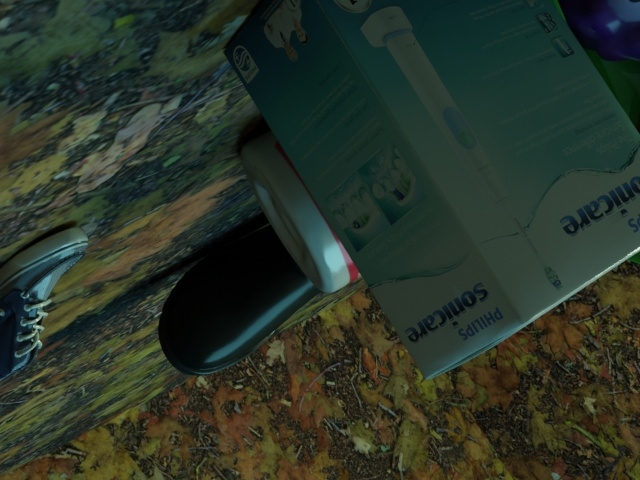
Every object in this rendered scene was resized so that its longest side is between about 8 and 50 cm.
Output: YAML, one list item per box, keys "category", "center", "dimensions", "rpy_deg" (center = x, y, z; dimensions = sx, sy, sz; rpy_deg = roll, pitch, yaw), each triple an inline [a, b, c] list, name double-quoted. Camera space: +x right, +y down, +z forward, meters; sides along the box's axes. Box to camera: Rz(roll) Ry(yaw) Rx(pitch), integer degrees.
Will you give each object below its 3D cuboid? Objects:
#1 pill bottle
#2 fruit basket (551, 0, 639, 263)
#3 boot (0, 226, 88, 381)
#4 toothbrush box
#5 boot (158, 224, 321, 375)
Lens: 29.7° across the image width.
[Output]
- category: "pill bottle"
  center: [0.094, -0.097, 1.226]
  dimensions: [0.318, 0.176, 0.176]
  rpy_deg: [-31, 173, -9]
- category: "fruit basket"
  center: [0.343, -0.174, 0.998]
  dimensions: [0.283, 0.392, 0.392]
  rpy_deg: [-29, 172, -22]
- category: "boot"
  center: [-0.277, 0.069, 1.131]
  dimensions: [0.190, 0.086, 0.069]
  rpy_deg: [-34, 173, 19]
- category: "toothbrush box"
  center: [0.104, -0.080, 0.908]
  dimensions: [0.216, 0.295, 0.126]
  rpy_deg: [-28, 171, -38]
- category: "boot"
  center: [0.001, -0.001, 1.506]
  dimensions: [0.367, 0.146, 0.445]
  rpy_deg: [-40, -176, -28]
